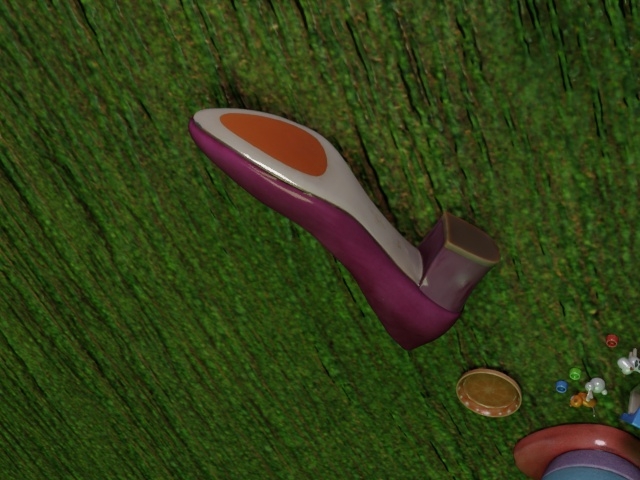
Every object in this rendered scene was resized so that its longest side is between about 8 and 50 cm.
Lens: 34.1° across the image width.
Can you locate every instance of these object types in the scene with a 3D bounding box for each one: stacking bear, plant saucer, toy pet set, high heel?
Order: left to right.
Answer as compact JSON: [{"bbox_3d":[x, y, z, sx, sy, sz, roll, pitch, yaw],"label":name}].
[{"bbox_3d":[0.000,0.000,1.153,0.377,0.127,0.181,29,124,-9],"label":"high heel"},{"bbox_3d":[0.215,0.192,1.325,0.083,0.013,0.083,11,132,13],"label":"plant saucer"},{"bbox_3d":[0.316,0.380,1.258,0.175,0.289,0.164,36,134,-11],"label":"stacking bear"},{"bbox_3d":[0.352,0.189,1.229,0.114,0.065,0.122,28,135,-3],"label":"toy pet set"}]
